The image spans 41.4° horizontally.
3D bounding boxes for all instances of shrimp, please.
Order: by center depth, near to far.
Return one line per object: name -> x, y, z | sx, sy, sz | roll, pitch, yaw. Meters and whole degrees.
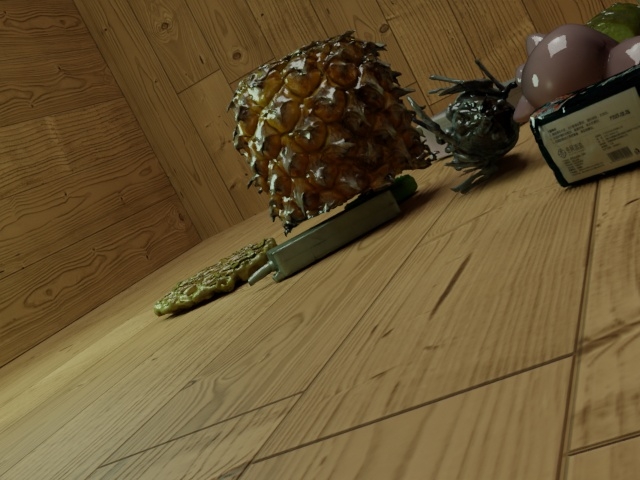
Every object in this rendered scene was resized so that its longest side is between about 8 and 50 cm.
shrimp -> 0.250, -0.181, 1.373 | 0.166, 0.221, 0.410 | 2, -1, 22

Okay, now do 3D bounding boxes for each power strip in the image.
power strip -> 0.000, 0.000, 1.464 | 0.288, 0.053, 0.093 | -28, 6, -11

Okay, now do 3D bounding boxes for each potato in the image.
potato -> 0.623, -0.422, 1.881 | 0.298, 0.141, 0.176 | -37, -4, -17

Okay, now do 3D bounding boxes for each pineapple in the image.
pineapple -> 0.015, -0.201, 1.520 | 0.352, 0.300, 0.352 | -21, 8, 3

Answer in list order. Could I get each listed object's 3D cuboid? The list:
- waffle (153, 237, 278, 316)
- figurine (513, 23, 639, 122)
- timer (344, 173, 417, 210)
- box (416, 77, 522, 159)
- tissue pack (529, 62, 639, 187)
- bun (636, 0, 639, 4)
waffle -> -0.209, 0.074, 1.743 | 0.291, 0.051, 0.291 | -29, 6, 4
figurine -> 0.417, -0.216, 1.179 | 0.287, 0.176, 0.186 | -5, -24, 32
timer -> 0.117, -0.084, 1.668 | 0.140, 0.047, 0.128 | -23, 7, 37
box -> 0.373, -0.289, 1.969 | 0.203, 0.106, 0.252 | -31, 8, -22
tissue pack -> 0.324, -0.129, 0.928 | 0.090, 0.103, 0.170 | -40, 12, -33
bun -> 0.763, -0.578, 1.628 | 0.365, 0.219, 0.365 | -10, -33, -7
